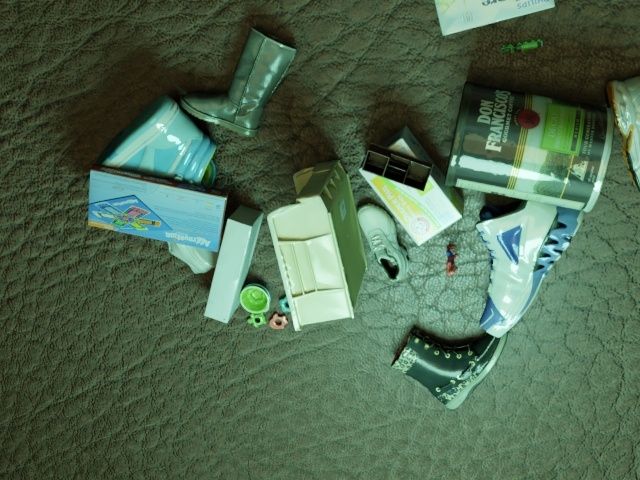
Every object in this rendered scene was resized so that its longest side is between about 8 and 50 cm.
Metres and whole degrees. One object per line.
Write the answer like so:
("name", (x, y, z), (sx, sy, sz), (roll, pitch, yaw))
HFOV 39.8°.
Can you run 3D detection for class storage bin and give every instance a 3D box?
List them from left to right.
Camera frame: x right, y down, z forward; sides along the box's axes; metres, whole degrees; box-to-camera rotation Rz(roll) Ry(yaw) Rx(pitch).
("storage bin", (0.000, 0.000, 1.779), (0.123, 0.262, 0.260), (-9, 109, 13))

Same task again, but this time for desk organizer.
("desk organizer", (0.147, -0.140, 1.696), (0.130, 0.050, 0.047), (20, 113, 3))

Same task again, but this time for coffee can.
("coffee can", (0.388, -0.176, 1.667), (0.275, 0.201, 0.202), (11, 113, 6))

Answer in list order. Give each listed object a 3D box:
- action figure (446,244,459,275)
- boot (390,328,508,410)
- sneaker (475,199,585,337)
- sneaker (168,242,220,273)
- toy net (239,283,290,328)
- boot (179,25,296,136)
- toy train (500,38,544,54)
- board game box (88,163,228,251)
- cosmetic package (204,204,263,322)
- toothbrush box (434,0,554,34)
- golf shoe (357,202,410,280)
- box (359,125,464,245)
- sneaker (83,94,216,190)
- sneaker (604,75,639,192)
("action figure", (0.271, 0.045, 1.822), (0.030, 0.115, 0.038), (2, 112, 10))
("boot", (0.279, 0.240, 1.915), (0.178, 0.085, 0.236), (32, 114, 0))
("sneaker", (0.383, 0.022, 1.799), (0.182, 0.127, 0.316), (31, 117, 10))
("sneaker", (-0.315, -0.013, 1.945), (0.094, 0.080, 0.212), (-28, 99, 44))
("toy net", (-0.060, 0.148, 1.967), (0.232, 0.045, 0.122), (-1, 111, 11))
("boot", (-0.169, -0.332, 1.785), (0.189, 0.076, 0.209), (18, 120, -10))
("toy train", (0.384, -0.369, 1.688), (0.083, 0.024, 0.017), (-8, 109, 14))
("board game box", (-0.340, -0.066, 1.839), (0.281, 0.027, 0.145), (12, 125, -2))
("cosmetic package", (-0.190, 0.051, 1.926), (0.060, 0.099, 0.239), (18, 113, 3))
("toothbrush box", (0.290, -0.539, 1.588), (0.206, 0.122, 0.283), (-11, 110, 15))
("golf shoe", (0.131, 0.005, 1.852), (0.069, 0.086, 0.176), (-28, 102, 22))
("box", (0.186, -0.109, 1.785), (0.114, 0.103, 0.203), (-36, 101, 21))
("sneaker", (-0.348, -0.147, 1.871), (0.208, 0.127, 0.319), (39, 132, -24))
("sneaker", (0.632, -0.191, 1.672), (0.121, 0.099, 0.263), (-18, 108, 13))
